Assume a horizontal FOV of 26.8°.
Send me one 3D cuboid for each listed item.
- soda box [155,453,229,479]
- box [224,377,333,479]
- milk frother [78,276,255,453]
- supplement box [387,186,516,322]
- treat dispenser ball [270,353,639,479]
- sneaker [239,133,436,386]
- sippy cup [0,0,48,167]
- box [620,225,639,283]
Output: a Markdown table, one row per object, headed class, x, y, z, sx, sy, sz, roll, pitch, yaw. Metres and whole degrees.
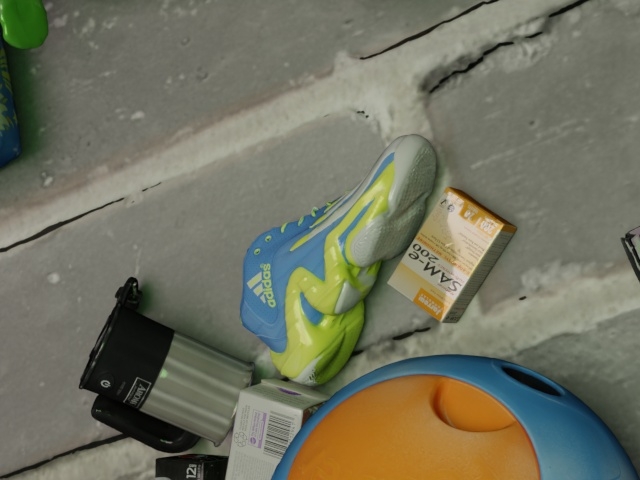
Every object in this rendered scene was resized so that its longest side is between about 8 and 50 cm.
| class | x | y | z | sx | sy | sz | roll | pitch | yaw |
| --- | --- | --- | --- | --- | --- | --- | --- | --- | --- |
| soda box | -0.113 | 0.278 | 1.201 | 0.053 | 0.060 | 0.168 | -1 | 85 | 29 |
| box | -0.053 | 0.280 | 1.145 | 0.067 | 0.063 | 0.324 | 14 | 101 | 27 |
| milk frother | -0.135 | 0.105 | 1.211 | 0.135 | 0.129 | 0.143 | 26 | 54 | -10 |
| supplement box | 0.110 | 0.013 | 1.125 | 0.062 | 0.036 | 0.098 | 36 | 102 | 24 |
| treat dispenser ball | 0.098 | 0.227 | 0.978 | 0.288 | 0.288 | 0.288 | -2 | 86 | 26 |
| sneaker | 0.000 | 0.000 | 1.150 | 0.126 | 0.091 | 0.240 | 32 | 101 | 25 |
| sippy cup | -0.399 | -0.162 | 1.292 | 0.305 | 0.240 | 0.224 | -24 | 85 | 68 |
| box | 0.411 | 0.067 | 0.960 | 0.296 | 0.073 | 0.293 | -26 | 75 | 22 |
